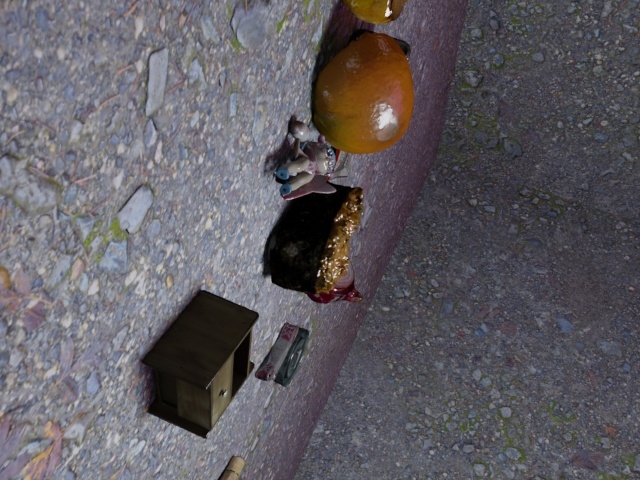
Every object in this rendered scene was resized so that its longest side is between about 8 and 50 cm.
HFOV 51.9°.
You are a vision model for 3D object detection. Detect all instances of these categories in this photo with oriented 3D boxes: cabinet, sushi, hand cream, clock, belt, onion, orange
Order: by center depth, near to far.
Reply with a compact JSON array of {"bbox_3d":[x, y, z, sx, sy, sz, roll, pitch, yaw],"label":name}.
[{"bbox_3d":[-0.234,0.252,1.338,0.215,0.148,0.175,-54,159,-46],"label":"cabinet"},{"bbox_3d":[0.112,-0.348,1.661,0.274,0.274,0.310,-66,-167,-15],"label":"orange"},{"bbox_3d":[0.000,0.000,1.793,0.234,0.207,0.349,78,31,-53],"label":"sushi"},{"bbox_3d":[-0.288,0.753,2.033,0.203,0.084,0.084,-65,168,-51],"label":"hand cream"},{"bbox_3d":[-0.134,0.361,2.102,0.071,0.053,0.232,98,18,-45],"label":"belt"},{"bbox_3d":[0.043,0.143,2.150,0.140,0.218,0.195,-46,-174,29],"label":"onion"},{"bbox_3d":[-0.103,0.408,2.318,0.215,0.042,0.215,20,90,-77],"label":"clock"}]

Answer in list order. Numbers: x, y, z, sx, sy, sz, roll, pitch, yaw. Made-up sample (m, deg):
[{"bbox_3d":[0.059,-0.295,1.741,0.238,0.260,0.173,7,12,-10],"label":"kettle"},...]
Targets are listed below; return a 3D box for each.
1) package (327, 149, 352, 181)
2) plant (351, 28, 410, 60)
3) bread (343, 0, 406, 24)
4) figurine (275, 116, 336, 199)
[{"bbox_3d":[0.069,-0.262,2.044,0.239,0.030,0.154,-38,144,-73],"label":"package"},{"bbox_3d":[0.155,-0.493,1.791,0.256,0.164,0.142,-76,-177,-62],"label":"plant"},{"bbox_3d":[0.151,-0.696,1.509,0.328,0.148,0.337,-62,163,-44],"label":"bread"},{"bbox_3d":[-0.051,-0.193,1.578,0.260,0.102,0.205,-44,115,-58],"label":"figurine"}]
